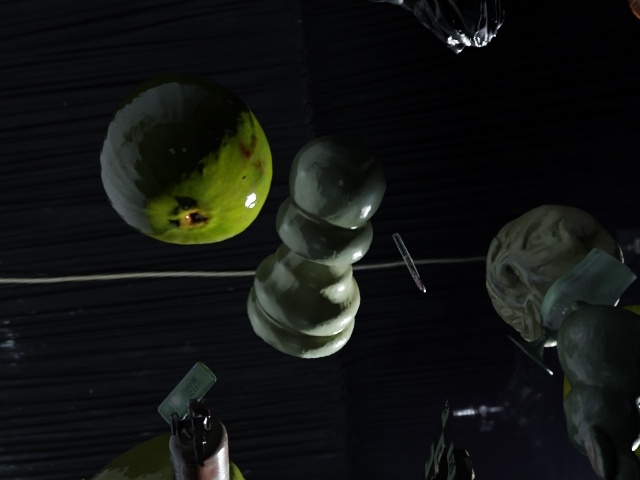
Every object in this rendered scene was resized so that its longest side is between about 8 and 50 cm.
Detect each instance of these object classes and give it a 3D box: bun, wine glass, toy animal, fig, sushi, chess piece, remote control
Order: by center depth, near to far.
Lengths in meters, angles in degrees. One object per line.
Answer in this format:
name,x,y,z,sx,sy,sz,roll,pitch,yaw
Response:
toy animal,0.347,0.197,0.677,0.251,0.127,0.125,-53,144,-40
chess piece,0.000,0.000,0.809,0.182,0.182,0.330,-92,-166,-53
wine glass,0.398,0.108,0.862,0.093,0.202,0.093,42,5,-5
fig,-0.236,-0.161,0.972,0.316,0.315,0.316,-7,90,-86
remote control,-0.248,0.285,1.010,0.053,0.124,0.018,40,1,14
sushi,0.299,0.599,1.227,0.296,0.099,0.373,-71,172,-66
bun,0.552,0.089,1.353,0.359,0.210,0.360,24,-58,47

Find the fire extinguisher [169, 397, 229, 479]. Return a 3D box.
fire extinguisher,-0.145,0.287,0.697,0.106,0.075,0.252,32,-51,39

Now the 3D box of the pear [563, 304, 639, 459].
pear,0.698,0.323,1.151,0.391,0.390,0.391,-7,90,-86

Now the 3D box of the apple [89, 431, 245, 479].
apple,-0.347,0.681,1.207,0.473,0.473,0.474,-7,90,-86

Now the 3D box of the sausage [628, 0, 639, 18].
sausage,0.580,-0.463,0.927,0.089,0.089,0.179,-92,-175,-54

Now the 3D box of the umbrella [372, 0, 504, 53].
umbrella,0.120,-0.396,0.818,0.118,0.340,0.118,-61,-171,16

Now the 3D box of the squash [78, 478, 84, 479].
squash,-0.379,0.487,0.873,0.066,0.066,0.201,20,62,-86

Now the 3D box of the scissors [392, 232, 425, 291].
scissors,0.243,0.060,1.497,0.176,0.022,0.085,63,2,-6
